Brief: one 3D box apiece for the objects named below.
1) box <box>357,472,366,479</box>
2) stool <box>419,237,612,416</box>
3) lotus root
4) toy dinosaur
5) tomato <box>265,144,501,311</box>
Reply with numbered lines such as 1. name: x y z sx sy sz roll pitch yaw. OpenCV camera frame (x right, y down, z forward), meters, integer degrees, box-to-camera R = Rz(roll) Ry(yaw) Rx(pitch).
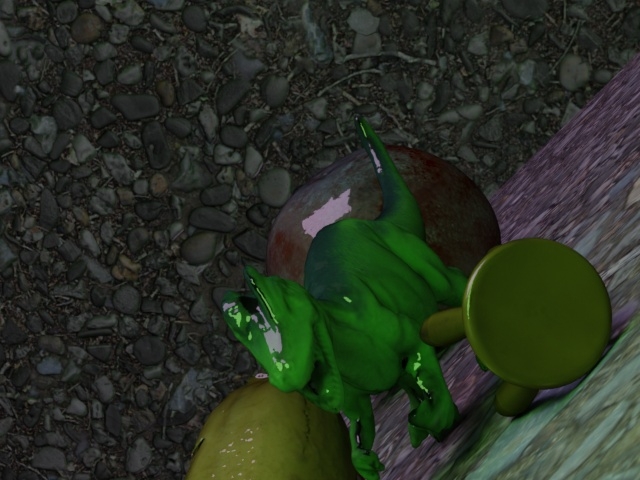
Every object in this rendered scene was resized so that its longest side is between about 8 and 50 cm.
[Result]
1. box: -0.055 0.257 1.220 0.182 0.099 0.133 -47 33 -18
2. stool: 0.149 0.062 1.012 0.134 0.135 0.110 -1 -11 -7
3. lotus root: -0.045 0.221 1.063 0.146 0.130 0.303 -17 32 20
4. toy dinosaur: 0.000 0.000 1.189 0.144 0.500 0.374 -41 -43 18
5. tomato: 0.082 0.027 1.769 0.317 0.282 0.316 -35 7 5
